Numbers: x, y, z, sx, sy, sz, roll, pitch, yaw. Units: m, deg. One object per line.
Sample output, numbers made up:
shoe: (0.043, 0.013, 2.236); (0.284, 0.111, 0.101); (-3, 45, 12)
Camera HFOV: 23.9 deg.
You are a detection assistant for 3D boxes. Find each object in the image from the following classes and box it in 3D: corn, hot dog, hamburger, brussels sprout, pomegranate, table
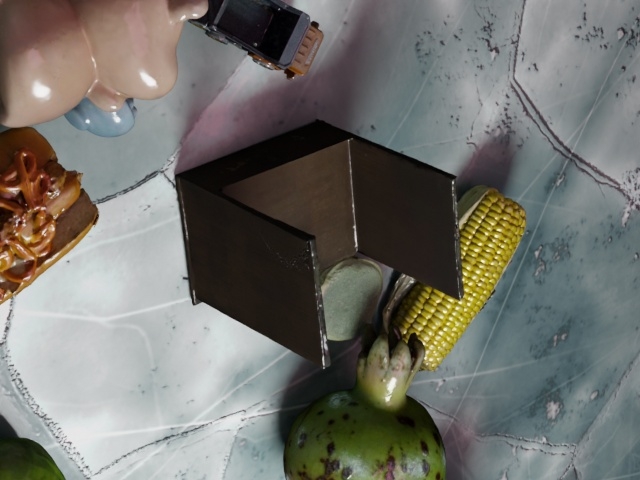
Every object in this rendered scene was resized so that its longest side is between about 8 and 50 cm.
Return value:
corn: (0.200, 0.059, 2.286); (0.305, 0.122, 0.123); (-56, 162, -4)
hot dog: (-0.407, 0.022, 1.677); (0.349, 0.117, 0.158); (-39, 114, -10)
hamburger: (0.024, 0.079, 2.167); (0.140, 0.062, 0.133); (0, 112, -44)
brussels sprout: (-0.379, 0.326, 1.864); (0.145, 0.131, 0.183); (-27, 120, -24)
pomegranate: (0.088, 0.282, 2.193); (0.242, 0.242, 0.306); (32, 89, -45)
table: (0.000, 0.000, 1.953); (0.251, 0.282, 0.196); (-23, 122, -33)

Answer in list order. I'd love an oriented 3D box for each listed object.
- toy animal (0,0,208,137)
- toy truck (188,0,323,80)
toy animal: (-0.276, -0.234, 1.674); (0.221, 0.210, 0.229); (9, 115, -40)
toy truck: (-0.082, -0.272, 1.895); (0.192, 0.092, 0.083); (26, 89, -45)
